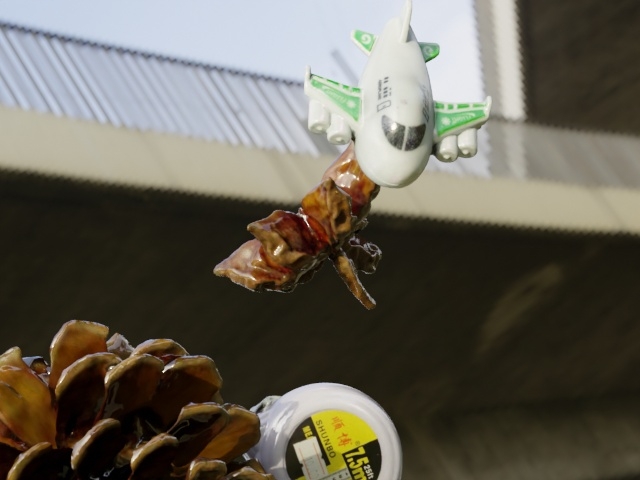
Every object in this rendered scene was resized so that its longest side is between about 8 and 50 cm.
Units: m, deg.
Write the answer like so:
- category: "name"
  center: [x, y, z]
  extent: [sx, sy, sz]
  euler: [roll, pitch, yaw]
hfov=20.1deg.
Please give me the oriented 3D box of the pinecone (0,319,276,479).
- category: "pinecone"
  center: [-0.198, 0.280, 1.854]
  extent: [0.384, 0.384, 0.384]
  euler: [-28, -22, -13]

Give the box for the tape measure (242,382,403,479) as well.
- category: "tape measure"
  center: [0.007, 0.260, 2.075]
  extent: [0.178, 0.196, 0.105]
  euler: [-19, -6, -12]

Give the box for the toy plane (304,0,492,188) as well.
- category: "toy plane"
  center: [0.068, -0.126, 1.609]
  extent: [0.174, 0.174, 0.080]
  euler: [-23, -18, -24]

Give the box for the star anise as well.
- category: "star anise"
  center: [0.000, -0.007, 1.849]
  extent: [0.212, 0.111, 0.196]
  euler: [-6, -52, -36]
